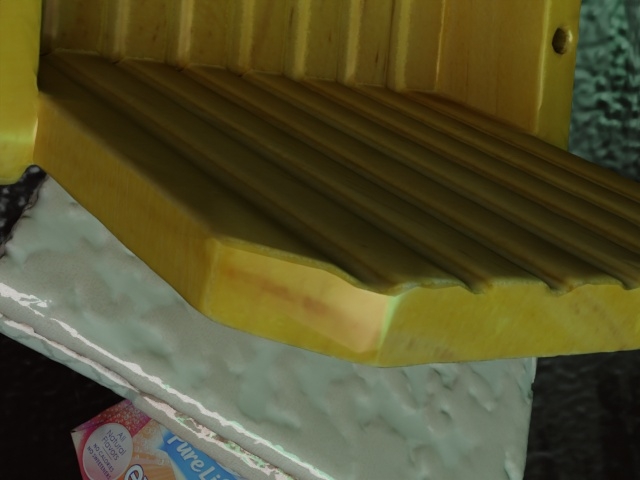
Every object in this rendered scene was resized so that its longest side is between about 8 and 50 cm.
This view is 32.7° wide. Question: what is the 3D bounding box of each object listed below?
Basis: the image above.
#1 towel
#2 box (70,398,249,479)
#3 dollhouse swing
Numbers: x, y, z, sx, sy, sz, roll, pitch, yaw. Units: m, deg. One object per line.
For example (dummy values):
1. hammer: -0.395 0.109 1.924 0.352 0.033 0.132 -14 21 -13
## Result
1. towel: 0.000 0.000 0.647 0.317 0.332 0.053 32 135 -12
2. box: -0.011 0.194 0.733 0.142 0.154 0.300 -31 146 10
3. dollhouse swing: 0.030 -0.133 0.487 0.347 0.305 0.315 1 96 -35
